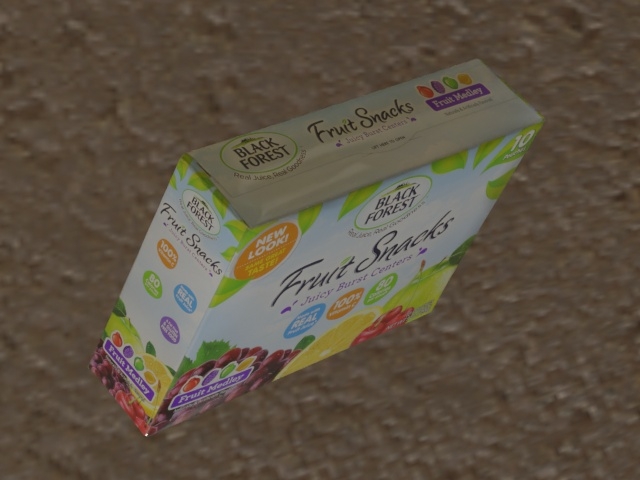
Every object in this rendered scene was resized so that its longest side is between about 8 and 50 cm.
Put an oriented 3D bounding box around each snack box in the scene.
[{"bbox_3d":[0.000,0.000,0.641,0.037,0.141,0.100,46,133,23],"label":"snack box"}]
